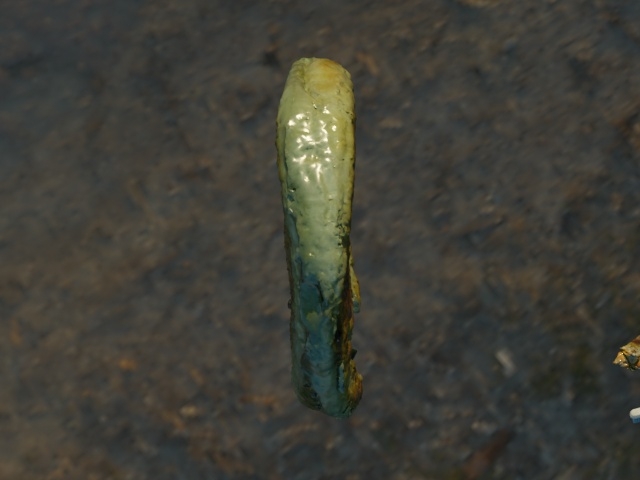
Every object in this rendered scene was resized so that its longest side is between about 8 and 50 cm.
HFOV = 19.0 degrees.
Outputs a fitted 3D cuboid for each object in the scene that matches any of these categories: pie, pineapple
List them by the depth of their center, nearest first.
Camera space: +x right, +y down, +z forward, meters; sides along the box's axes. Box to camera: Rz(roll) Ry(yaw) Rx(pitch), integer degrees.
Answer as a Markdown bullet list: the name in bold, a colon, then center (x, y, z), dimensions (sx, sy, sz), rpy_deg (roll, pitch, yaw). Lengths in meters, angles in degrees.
- **pineapple**: center (0.271, 0.091, 1.551), dimensions (0.045, 0.083, 0.019), rpy_deg (27, 113, 27)
- **pie**: center (0.000, -0.007, 1.565), dimensions (0.067, 0.302, 0.302), rpy_deg (-2, 114, 0)

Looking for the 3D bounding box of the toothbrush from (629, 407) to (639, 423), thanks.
- **toothbrush**: center (0.289, 0.114, 1.386), dimensions (0.131, 0.011, 0.013), rpy_deg (-13, 139, 6)
